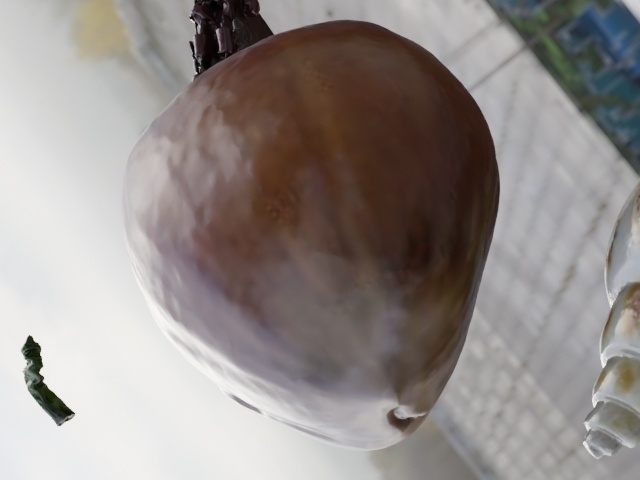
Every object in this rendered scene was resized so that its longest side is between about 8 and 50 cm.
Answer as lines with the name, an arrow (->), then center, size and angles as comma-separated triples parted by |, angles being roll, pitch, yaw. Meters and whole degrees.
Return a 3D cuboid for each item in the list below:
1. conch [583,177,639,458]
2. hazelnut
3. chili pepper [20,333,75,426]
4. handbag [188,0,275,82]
conch -> 0.267, 0.029, 1.278 | 0.148, 0.275, 0.183 | 9, 161, 18
hazelnut -> 0.000, 0.000, 1.554 | 0.372, 0.315, 0.372 | 164, 90, -84
chili pepper -> -0.240, 0.121, 1.598 | 0.083, 0.027, 0.022 | 64, -154, 3
handbag -> -0.073, -0.158, 2.003 | 0.216, 0.074, 0.203 | 56, -156, -50
